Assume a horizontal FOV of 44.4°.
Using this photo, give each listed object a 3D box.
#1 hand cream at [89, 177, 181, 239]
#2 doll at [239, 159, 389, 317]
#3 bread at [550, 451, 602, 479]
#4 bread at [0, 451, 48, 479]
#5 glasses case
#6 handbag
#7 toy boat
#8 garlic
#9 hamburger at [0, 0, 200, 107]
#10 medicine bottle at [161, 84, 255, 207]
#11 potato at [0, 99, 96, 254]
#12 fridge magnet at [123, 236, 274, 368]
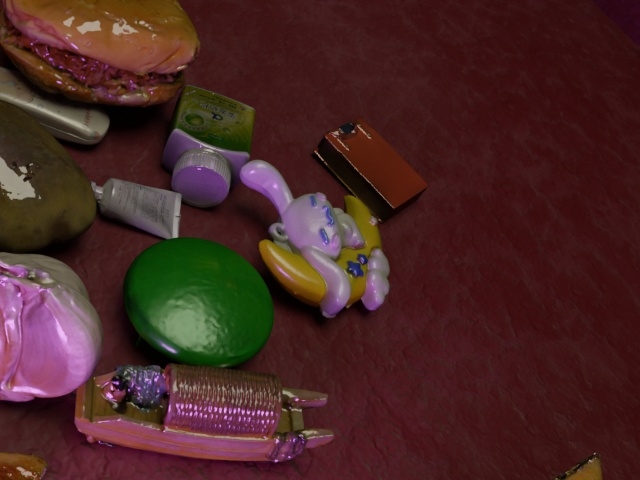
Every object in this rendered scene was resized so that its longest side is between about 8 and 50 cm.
[{"bbox_3d":[-0.271,-0.051,1.139,0.142,0.053,0.084,18,57,-30],"label":"hand cream"},{"bbox_3d":[0.000,0.000,1.202,0.237,0.111,0.252,5,60,-32],"label":"doll"},{"bbox_3d":[0.284,0.434,0.882,0.279,0.248,0.315,-26,71,-42],"label":"bread"},{"bbox_3d":[-0.366,0.263,0.778,0.136,0.054,0.154,27,37,-9],"label":"bread"},{"bbox_3d":[-0.420,-0.202,1.180,0.204,0.051,0.081,20,39,-15],"label":"glasses case"},{"bbox_3d":[0.091,-0.132,1.427,0.190,0.063,0.127,47,44,9],"label":"handbag"},{"bbox_3d":[-0.132,0.200,0.935,0.310,0.115,0.089,13,45,-20],"label":"toy boat"},{"bbox_3d":[-0.344,0.077,0.883,0.229,0.178,0.143,18,27,6],"label":"garlic"},{"bbox_3d":[-0.350,-0.331,1.229,0.318,0.158,0.319,17,30,-10],"label":"hamburger"},{"bbox_3d":[-0.180,-0.147,1.249,0.132,0.088,0.189,18,44,-17],"label":"medicine bottle"},{"bbox_3d":[-0.429,-0.098,1.015,0.296,0.141,0.191,36,39,6],"label":"potato"},{"bbox_3d":[-0.161,0.083,1.046,0.208,0.088,0.208,18,44,-18],"label":"fridge magnet"}]
